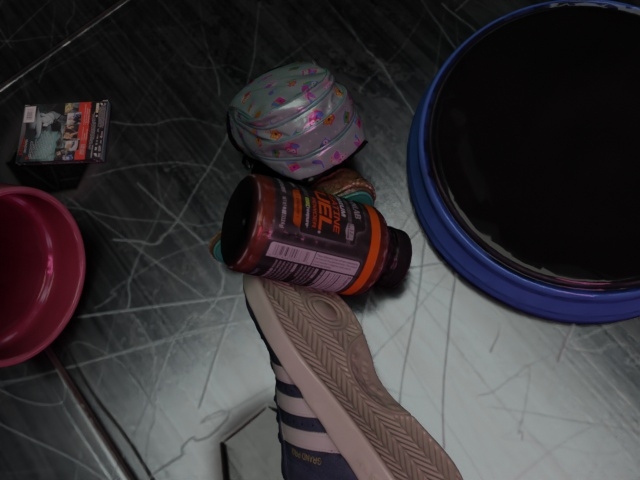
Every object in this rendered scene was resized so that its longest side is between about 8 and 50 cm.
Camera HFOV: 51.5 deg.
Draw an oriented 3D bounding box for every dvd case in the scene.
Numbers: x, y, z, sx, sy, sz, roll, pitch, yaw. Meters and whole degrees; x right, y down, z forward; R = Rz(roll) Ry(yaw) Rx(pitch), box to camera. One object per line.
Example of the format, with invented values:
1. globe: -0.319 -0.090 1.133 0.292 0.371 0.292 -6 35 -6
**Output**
1. dvd case: -0.342 -0.143 0.884 0.119 0.013 0.087 -2 72 5

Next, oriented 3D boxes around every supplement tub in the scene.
1. supplement tub: 0.000 0.000 0.715 0.198 0.106 0.106 14 71 -27

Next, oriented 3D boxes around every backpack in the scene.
1. backpack: -0.031 -0.136 0.757 0.152 0.115 0.182 -41 32 -4

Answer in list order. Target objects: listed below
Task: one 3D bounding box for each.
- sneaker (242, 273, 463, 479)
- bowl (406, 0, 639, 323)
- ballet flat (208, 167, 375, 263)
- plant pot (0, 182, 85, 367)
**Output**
1. sneaker: -0.007 0.177 0.694 0.148 0.131 0.350 -54 51 28
2. bowl: 0.296 -0.103 0.762 0.391 0.077 0.391 -2 73 7
3. ballet flat: -0.036 -0.032 0.794 0.206 0.073 0.067 -18 44 -2
4. plant pot: -0.406 0.029 0.754 0.180 0.201 0.201 8 73 25
